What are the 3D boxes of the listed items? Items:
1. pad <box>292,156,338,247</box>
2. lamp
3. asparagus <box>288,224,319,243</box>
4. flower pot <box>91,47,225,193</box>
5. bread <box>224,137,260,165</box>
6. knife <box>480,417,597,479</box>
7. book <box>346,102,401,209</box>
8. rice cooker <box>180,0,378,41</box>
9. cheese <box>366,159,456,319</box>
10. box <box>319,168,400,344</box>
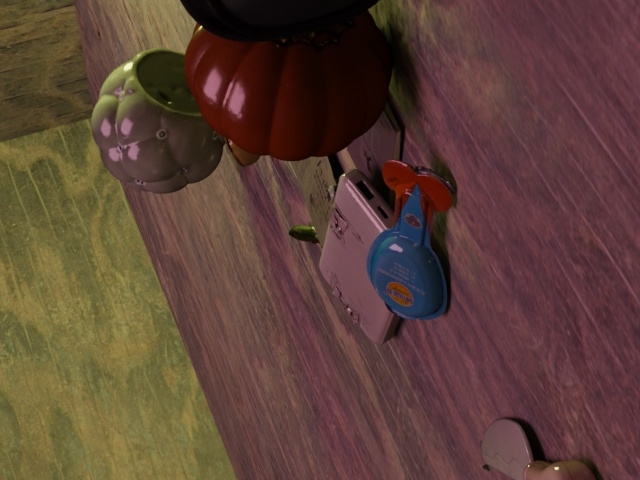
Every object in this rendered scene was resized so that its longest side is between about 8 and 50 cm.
[{"bbox_3d":[-0.027,-0.136,2.022,0.159,0.009,0.265,107,148,-61],"label":"pad"},{"bbox_3d":[-0.033,-0.185,1.574,0.196,0.223,0.223,100,152,-45],"label":"lamp"},{"bbox_3d":[-0.001,0.000,2.093,0.236,0.027,0.034,-153,68,-70],"label":"asparagus"},{"bbox_3d":[-0.273,-0.200,2.528,0.195,0.246,0.246,-59,43,38],"label":"flower pot"},{"bbox_3d":[-0.119,-0.176,2.309,0.082,0.056,0.115,61,-165,-52],"label":"bread"},{"bbox_3d":[0.204,0.226,1.498,0.336,0.043,0.081,-165,65,-77],"label":"knife"},{"bbox_3d":[0.062,-0.117,1.717,0.181,0.014,0.127,92,157,-55],"label":"book"},{"bbox_3d":[-0.047,-0.329,1.403,0.224,0.267,0.267,-122,20,-53],"label":"rice cooker"},{"bbox_3d":[0.099,0.006,1.607,0.106,0.037,0.256,27,143,19],"label":"cheese"},{"bbox_3d":[0.057,0.026,1.807,0.142,0.044,0.285,55,162,17],"label":"box"}]
